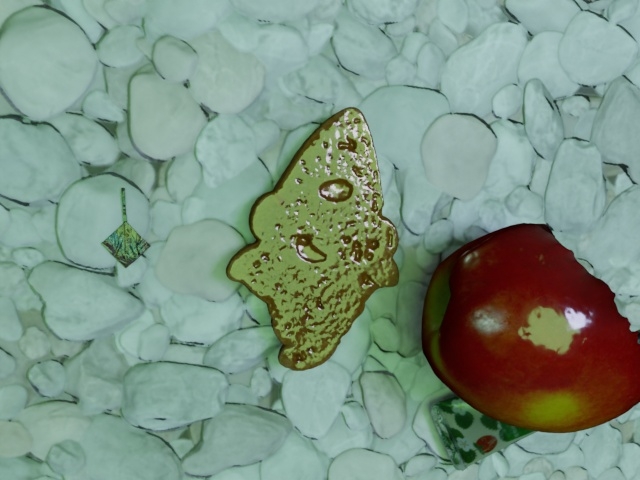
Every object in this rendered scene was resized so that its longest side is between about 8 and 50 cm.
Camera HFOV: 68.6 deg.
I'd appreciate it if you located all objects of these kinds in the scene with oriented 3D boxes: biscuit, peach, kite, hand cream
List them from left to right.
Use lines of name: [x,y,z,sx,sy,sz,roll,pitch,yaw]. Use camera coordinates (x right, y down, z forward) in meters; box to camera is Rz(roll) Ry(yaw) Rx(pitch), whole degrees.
kite: [-0.205,-0.010,0.478,0.044,0.002,0.078,-21,102,-5]
biscuit: [0.000,0.000,0.493,0.183,0.043,0.280,9,92,-14]
peach: [0.221,0.087,0.467,0.226,0.190,0.196,13,72,-5]
hand cream: [0.270,0.181,0.557,0.276,0.059,0.095,-25,99,0]
